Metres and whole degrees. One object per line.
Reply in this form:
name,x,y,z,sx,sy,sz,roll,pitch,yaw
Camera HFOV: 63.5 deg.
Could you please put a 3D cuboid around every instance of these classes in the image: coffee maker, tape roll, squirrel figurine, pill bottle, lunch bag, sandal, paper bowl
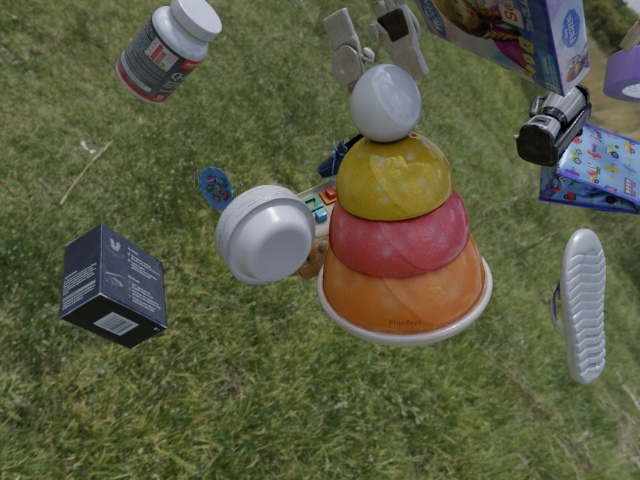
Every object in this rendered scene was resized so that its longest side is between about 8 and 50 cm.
coffee maker,0.571,-0.264,1.251,0.178,0.120,0.171,-49,115,-16
tape roll,0.920,-0.445,1.391,0.274,0.274,0.090,2,96,-51
squirrel figurine,0.000,0.000,2.144,0.370,0.396,0.281,39,-25,60
pill bottle,-0.515,-0.653,1.761,0.210,0.362,0.210,34,38,-32
lunch bag,0.790,-0.204,1.456,0.293,0.138,0.221,14,62,7
sandal,0.657,0.176,1.352,0.169,0.102,0.417,-13,101,-32
paper bowl,-0.140,-0.001,1.453,0.284,0.284,0.148,17,18,-43

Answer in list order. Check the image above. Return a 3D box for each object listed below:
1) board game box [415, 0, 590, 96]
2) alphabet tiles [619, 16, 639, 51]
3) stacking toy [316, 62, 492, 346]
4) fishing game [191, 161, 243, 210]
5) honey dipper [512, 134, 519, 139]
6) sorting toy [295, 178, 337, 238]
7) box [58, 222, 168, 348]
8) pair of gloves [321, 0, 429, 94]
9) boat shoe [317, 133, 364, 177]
board game box,0.243,-0.394,0.788,0.318,0.066,0.318,46,6,38
alphabet tiles,0.609,-0.447,0.848,0.021,0.284,0.278,42,-3,14
stacking toy,0.143,-0.080,0.939,0.351,0.350,0.480,-78,163,-53
fishing game,-0.423,-0.202,2.071,0.264,0.189,0.041,28,38,21
honey dipper,0.710,-0.361,1.732,0.160,0.030,0.031,-18,67,-21
sorting toy,0.020,-0.121,1.791,0.347,0.047,0.196,-25,59,-14
box,-0.358,0.082,0.907,0.156,0.093,0.158,46,20,-48
pair of gloves,0.120,-0.452,1.211,0.042,0.240,0.204,-40,120,-47
boat shoe,0.091,-0.317,1.787,0.089,0.258,0.109,47,14,-40
